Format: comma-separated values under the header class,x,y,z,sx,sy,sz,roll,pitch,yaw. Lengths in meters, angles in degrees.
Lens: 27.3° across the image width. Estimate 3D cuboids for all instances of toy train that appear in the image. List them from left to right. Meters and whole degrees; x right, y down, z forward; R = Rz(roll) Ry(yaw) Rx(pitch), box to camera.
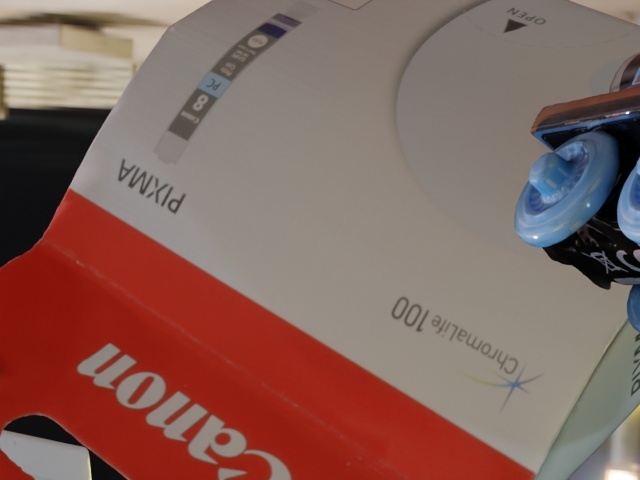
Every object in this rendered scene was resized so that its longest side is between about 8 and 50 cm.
class,x,y,z,sx,sy,sz,roll,pitch,yaw
toy train,0.133,-0.028,0.379,0.080,0.105,0.184,37,163,-19

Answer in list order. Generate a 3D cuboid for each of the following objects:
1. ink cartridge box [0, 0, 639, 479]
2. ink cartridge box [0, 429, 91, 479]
class,x,y,z,sx,sy,sz,roll,pitch,yaw
ink cartridge box,0.000,0.000,0.613,0.308,0.091,0.385,29,-129,33
ink cartridge box,-0.230,0.298,0.688,0.151,0.395,0.270,-18,159,17
